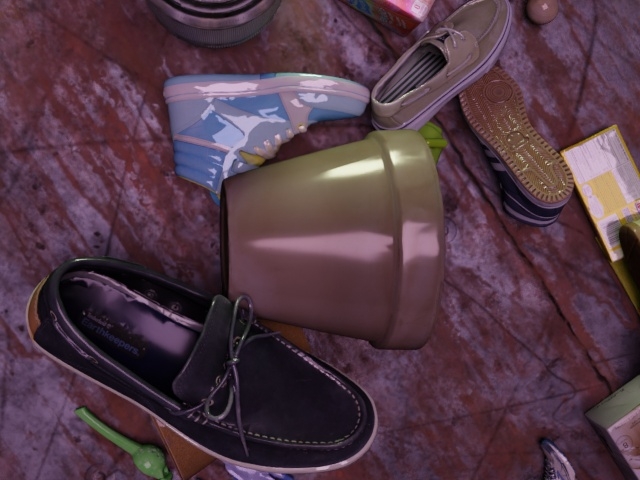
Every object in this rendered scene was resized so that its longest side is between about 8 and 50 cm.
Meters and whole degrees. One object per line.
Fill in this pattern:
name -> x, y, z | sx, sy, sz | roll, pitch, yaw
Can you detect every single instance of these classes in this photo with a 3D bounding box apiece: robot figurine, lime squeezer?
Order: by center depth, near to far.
robot figurine -> 0.157, -0.139, 1.379 | 0.067, 0.101, 0.115 | 31, 55, -10
lime squeezer -> -0.288, 0.399, 1.387 | 0.109, 0.059, 0.310 | -21, 97, -5

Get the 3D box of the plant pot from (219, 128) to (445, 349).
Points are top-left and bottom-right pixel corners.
plant pot -> 0.000, 0.000, 1.247 | 0.280, 0.323, 0.323 | -1, 94, -11

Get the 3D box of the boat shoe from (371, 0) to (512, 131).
boat shoe -> 0.194, -0.283, 1.346 | 0.109, 0.094, 0.302 | 37, 80, 22

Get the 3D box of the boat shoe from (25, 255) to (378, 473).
boat shoe -> -0.147, 0.164, 1.137 | 0.500, 0.156, 0.187 | 26, 60, -6

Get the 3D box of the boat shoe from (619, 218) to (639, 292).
boat shoe -> 0.577, 0.088, 1.408 | 0.089, 0.104, 0.285 | -25, 108, -5

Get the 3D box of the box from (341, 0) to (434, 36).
box -> 0.149, -0.489, 1.328 | 0.154, 0.142, 0.300 | 29, 91, -7

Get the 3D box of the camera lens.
camera lens -> -0.154, -0.396, 1.235 | 0.219, 0.274, 0.220 | 0, 94, -6

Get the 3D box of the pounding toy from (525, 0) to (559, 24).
pounding toy -> 0.318, -0.479, 1.383 | 0.237, 0.110, 0.183 | 41, 76, -36

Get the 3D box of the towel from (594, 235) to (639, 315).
towel -> 0.568, 0.068, 1.475 | 0.102, 0.021, 0.237 | -32, 96, -4

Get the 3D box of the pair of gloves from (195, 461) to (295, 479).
pair of gloves -> -0.147, 0.413, 1.421 | 0.159, 0.023, 0.198 | 37, 89, -6

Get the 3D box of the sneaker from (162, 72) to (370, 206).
sneaker -> -0.081, -0.150, 1.339 | 0.318, 0.127, 0.208 | 0, 92, 3

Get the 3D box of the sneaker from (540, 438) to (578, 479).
sneaker -> 0.403, 0.401, 1.466 | 0.058, 0.052, 0.135 | -31, 96, 1

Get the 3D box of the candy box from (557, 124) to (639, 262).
candy box -> 0.486, -0.078, 1.441 | 0.105, 0.027, 0.206 | -26, 91, -1

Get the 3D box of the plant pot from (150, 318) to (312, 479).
plant pot -> -0.148, 0.197, 1.319 | 0.254, 0.237, 0.237 | -27, 97, -16

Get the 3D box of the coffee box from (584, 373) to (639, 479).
coffee box -> 0.580, 0.363, 1.457 | 0.141, 0.098, 0.246 | -35, 97, -3

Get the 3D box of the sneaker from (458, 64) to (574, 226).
sneaker -> 0.307, -0.146, 1.403 | 0.099, 0.153, 0.282 | -27, 66, -1
